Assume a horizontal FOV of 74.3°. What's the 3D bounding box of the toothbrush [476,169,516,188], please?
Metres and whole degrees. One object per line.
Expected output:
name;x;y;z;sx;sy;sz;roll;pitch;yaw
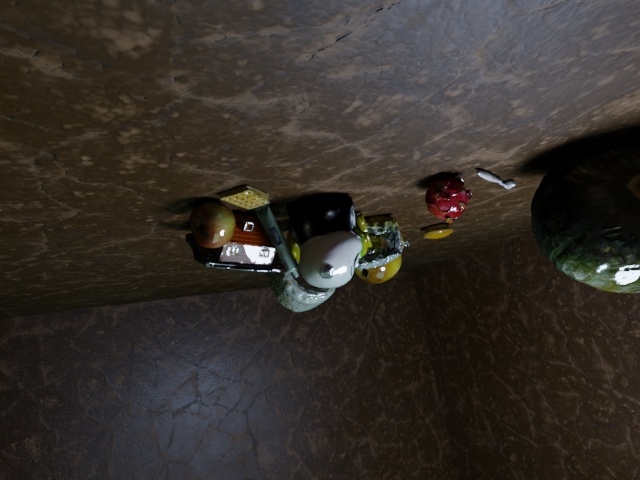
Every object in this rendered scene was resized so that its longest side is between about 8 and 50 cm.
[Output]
toothbrush;0.551;-0.191;1.316;0.030;0.025;0.307;-29;160;36

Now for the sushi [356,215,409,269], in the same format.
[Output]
sushi;0.210;0.005;1.591;0.274;0.184;0.139;-12;171;-4

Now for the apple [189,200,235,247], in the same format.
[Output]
apple;-0.277;-0.041;1.096;0.126;0.125;0.102;-19;-178;40

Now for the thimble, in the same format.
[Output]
thimble;-0.082;0.149;1.834;0.292;0.291;0.195;-4;161;-28

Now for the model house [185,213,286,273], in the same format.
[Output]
model house;-0.240;-0.019;1.295;0.294;0.153;0.207;8;-156;-35

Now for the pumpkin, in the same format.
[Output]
pumpkin;0.842;-0.061;1.196;0.455;0.454;0.344;-10;153;1

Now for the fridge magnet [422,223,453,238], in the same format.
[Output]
fridge magnet;0.548;-0.041;1.977;0.143;0.062;0.143;-8;170;-1

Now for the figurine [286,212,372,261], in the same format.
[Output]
figurine;0.008;-0.001;1.450;0.327;0.169;0.218;-3;-149;0

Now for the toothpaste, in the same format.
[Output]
toothpaste;-0.119;0.004;1.217;0.060;0.233;0.038;-18;-168;47

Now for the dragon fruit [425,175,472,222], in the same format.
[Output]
dragon fruit;0.376;-0.119;1.253;0.136;0.132;0.166;-17;167;1

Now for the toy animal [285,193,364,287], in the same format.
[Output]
toy animal;0.029;0.004;1.242;0.213;0.266;0.212;-14;167;-3

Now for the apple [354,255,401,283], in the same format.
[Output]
apple;0.270;0.094;2.013;0.208;0.236;0.237;-34;-177;-30

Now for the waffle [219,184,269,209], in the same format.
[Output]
waffle;-0.186;-0.109;1.088;0.092;0.021;0.135;-15;168;22
